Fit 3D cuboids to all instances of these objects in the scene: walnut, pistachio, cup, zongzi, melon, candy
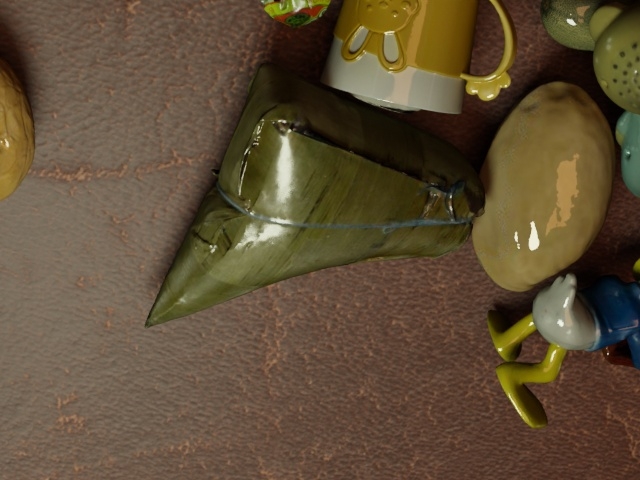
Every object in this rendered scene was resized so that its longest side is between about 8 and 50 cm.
[{"bbox_3d":[-0.428,-0.133,1.422,0.165,0.165,0.197,-6,103,-9],"label":"walnut"},{"bbox_3d":[0.299,-0.069,1.583,0.181,0.162,0.293,12,105,1],"label":"pistachio"},{"bbox_3d":[0.133,-0.267,1.454,0.241,0.185,0.226,16,102,24],"label":"cup"},{"bbox_3d":[0.000,0.000,1.551,0.356,0.174,0.393,18,116,-26],"label":"zongzi"},{"bbox_3d":[0.350,-0.297,1.544,0.130,0.098,0.098,11,107,-17],"label":"melon"},{"bbox_3d":[-0.047,-0.416,1.447,0.091,0.083,0.305,-7,103,10],"label":"candy"}]

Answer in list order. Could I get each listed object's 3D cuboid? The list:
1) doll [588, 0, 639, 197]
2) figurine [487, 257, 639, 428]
[{"bbox_3d":[0.441,-0.183,1.481,0.161,0.177,0.261,-44,126,-42],"label":"doll"},{"bbox_3d":[0.431,0.108,1.632,0.338,0.204,0.283,-40,138,25],"label":"figurine"}]
